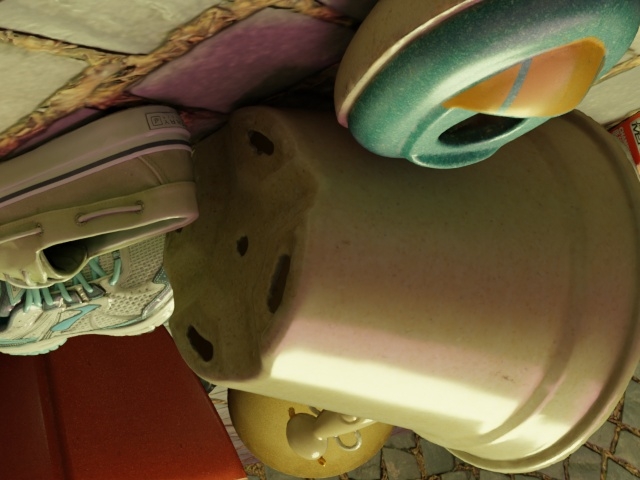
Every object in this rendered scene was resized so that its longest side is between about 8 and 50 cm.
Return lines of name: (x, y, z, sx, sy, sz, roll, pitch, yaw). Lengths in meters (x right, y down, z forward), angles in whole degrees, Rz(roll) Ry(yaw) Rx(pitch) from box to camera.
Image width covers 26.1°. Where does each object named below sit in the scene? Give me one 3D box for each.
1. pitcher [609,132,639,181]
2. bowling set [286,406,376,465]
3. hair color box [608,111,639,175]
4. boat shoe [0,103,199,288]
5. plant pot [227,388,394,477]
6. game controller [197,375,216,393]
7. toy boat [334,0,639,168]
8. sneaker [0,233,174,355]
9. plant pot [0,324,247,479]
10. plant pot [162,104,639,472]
pitcher: (0.205, -0.026, 1.434, 0.207, 0.125, 0.178, -16, 155, -34)
bowling set: (-0.026, 0.072, 1.407, 0.154, 0.287, 0.200, -35, 180, 31)
hair color box: (0.335, -0.087, 1.496, 0.093, 0.053, 0.167, -5, 162, -32)
boat shoe: (-0.225, -0.012, 1.096, 0.302, 0.094, 0.109, -24, 164, 30)
plant pot: (-0.005, 0.153, 1.773, 0.237, 0.237, 0.254, -13, 154, -9)
game controller: (-0.291, 0.232, 2.092, 0.319, 0.067, 0.166, -26, 148, 36)
toy boat: (0.181, -0.128, 0.969, 0.318, 0.148, 0.267, -9, 164, -24)
sneaker: (-0.240, 0.044, 1.281, 0.283, 0.110, 0.122, -24, 161, 30)
plant pot: (-0.291, 0.221, 1.646, 0.267, 0.236, 0.267, 0, 159, -47)
plant pot: (0.051, 0.020, 1.150, 0.305, 0.334, 0.334, 9, 154, -35)
